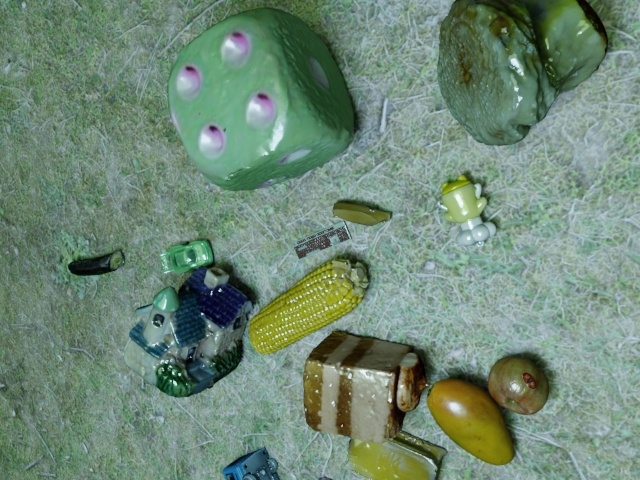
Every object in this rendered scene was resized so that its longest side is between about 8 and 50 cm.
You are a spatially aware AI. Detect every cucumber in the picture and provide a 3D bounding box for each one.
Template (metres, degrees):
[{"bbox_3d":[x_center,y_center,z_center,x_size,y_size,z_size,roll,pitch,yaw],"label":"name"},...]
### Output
[{"bbox_3d":[-0.749,0.085,1.785,0.245,0.067,0.067,-12,92,31],"label":"cucumber"}]

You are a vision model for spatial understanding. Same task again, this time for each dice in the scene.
[{"bbox_3d":[-0.133,-0.308,1.250,0.330,0.318,0.322,-25,85,28],"label":"dice"}]

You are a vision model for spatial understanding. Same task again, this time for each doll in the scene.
[{"bbox_3d":[0.323,-0.061,1.192,0.106,0.062,0.162,-24,86,33],"label":"doll"}]

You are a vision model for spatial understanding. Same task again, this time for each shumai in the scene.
[{"bbox_3d":[0.403,-0.354,1.063,0.264,0.304,0.309,-17,88,-5],"label":"shumai"}]

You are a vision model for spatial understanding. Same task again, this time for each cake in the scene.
[{"bbox_3d":[0.121,0.352,1.295,0.293,0.196,0.198,4,101,23],"label":"cake"}]

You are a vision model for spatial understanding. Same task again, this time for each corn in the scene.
[{"bbox_3d":[-0.043,0.175,1.378,0.387,0.144,0.143,-35,81,26],"label":"corn"}]

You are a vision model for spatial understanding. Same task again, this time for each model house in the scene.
[{"bbox_3d":[-0.339,0.218,1.450,0.243,0.298,0.284,28,109,21],"label":"model house"}]

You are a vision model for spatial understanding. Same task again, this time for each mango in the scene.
[{"bbox_3d":[0.347,0.408,1.209,0.253,0.113,0.138,47,121,-7],"label":"mango"}]

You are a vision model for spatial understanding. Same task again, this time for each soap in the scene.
[{"bbox_3d":[0.184,0.550,1.352,0.233,0.076,0.134,16,106,24],"label":"soap"}]

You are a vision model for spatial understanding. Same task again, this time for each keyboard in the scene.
[{"bbox_3d":[0.000,0.000,1.397,0.166,0.017,0.055,-23,87,29],"label":"keyboard"}]

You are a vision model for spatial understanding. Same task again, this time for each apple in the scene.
[{"bbox_3d":[0.427,0.312,1.166,0.126,0.102,0.126,25,150,16],"label":"apple"}]

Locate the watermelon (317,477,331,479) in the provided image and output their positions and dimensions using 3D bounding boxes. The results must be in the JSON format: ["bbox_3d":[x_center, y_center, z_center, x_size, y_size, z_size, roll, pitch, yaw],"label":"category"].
[{"bbox_3d":[0.060,0.685,1.430,0.158,0.098,0.121,48,115,18],"label":"watermelon"}]

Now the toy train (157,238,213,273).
[{"bbox_3d":[-0.388,0.050,1.575,0.149,0.081,0.099,-13,91,29],"label":"toy train"}]

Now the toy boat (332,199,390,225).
[{"bbox_3d":[0.099,-0.069,1.317,0.149,0.049,0.047,13,134,24],"label":"toy boat"}]

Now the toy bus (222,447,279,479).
[{"bbox_3d":[-0.175,0.739,1.550,0.134,0.114,0.246,-28,83,33],"label":"toy bus"}]
